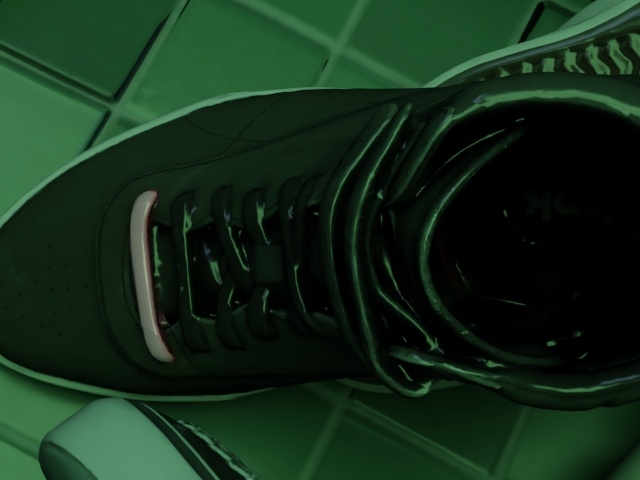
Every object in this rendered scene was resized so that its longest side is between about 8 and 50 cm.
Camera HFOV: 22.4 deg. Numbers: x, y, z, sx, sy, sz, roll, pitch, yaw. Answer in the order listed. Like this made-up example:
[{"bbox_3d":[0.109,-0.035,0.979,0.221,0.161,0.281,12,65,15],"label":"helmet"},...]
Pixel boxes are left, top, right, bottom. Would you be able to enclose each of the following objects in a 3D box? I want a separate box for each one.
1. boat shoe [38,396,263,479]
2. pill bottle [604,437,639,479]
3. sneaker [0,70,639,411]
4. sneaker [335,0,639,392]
[{"bbox_3d":[0.043,0.152,0.506,0.306,0.113,0.105,46,66,5],"label":"boat shoe"},{"bbox_3d":[0.206,0.037,0.552,0.131,0.131,0.229,44,72,7],"label":"pill bottle"},{"bbox_3d":[0.000,0.000,0.482,0.296,0.147,0.104,-7,91,18],"label":"sneaker"},{"bbox_3d":[0.118,-0.039,0.591,0.290,0.123,0.106,-34,82,6],"label":"sneaker"}]
